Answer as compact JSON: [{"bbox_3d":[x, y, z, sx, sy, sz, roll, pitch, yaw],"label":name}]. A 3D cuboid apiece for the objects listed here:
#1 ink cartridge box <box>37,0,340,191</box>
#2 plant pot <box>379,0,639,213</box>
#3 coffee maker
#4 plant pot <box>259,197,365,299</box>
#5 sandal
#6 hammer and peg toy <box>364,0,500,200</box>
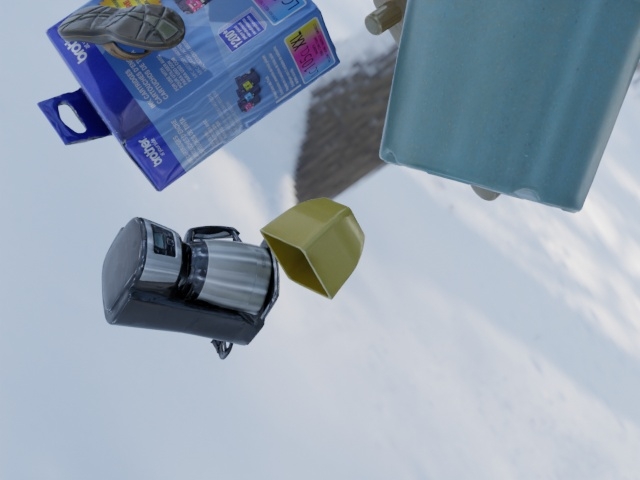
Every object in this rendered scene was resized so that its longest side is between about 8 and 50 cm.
[{"bbox_3d":[-0.210,-0.260,1.946,0.270,0.395,0.151,52,-3,32],"label":"ink cartridge box"},{"bbox_3d":[0.231,-0.223,1.601,0.341,0.334,0.341,16,5,-1],"label":"plant pot"},{"bbox_3d":[-0.158,0.063,1.546,0.178,0.171,0.120,11,22,-25],"label":"coffee maker"},{"bbox_3d":[0.000,0.000,1.481,0.081,0.083,0.081,23,-30,48],"label":"plant pot"},{"bbox_3d":[-0.264,-0.272,1.810,0.090,0.219,0.060,-50,133,-39],"label":"sandal"},{"bbox_3d":[0.247,-0.252,2.027,0.127,0.266,0.361,-38,102,-31],"label":"hammer and peg toy"}]
